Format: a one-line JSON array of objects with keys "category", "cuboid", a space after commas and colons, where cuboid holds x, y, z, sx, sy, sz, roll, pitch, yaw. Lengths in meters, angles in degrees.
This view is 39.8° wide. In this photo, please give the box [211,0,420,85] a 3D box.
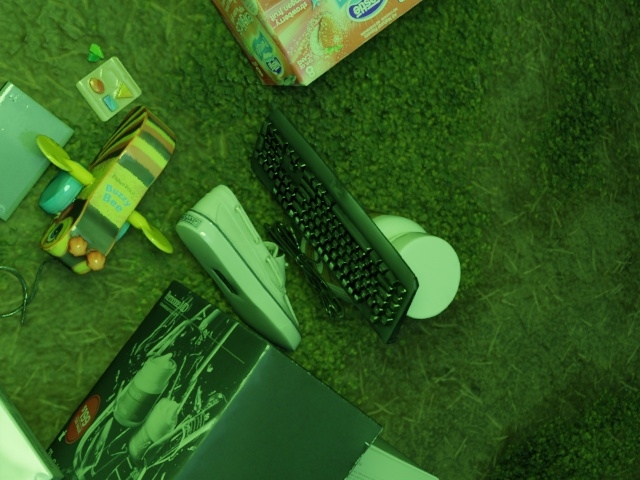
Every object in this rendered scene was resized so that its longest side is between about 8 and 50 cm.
[{"category": "box", "cuboid": [0.028, -0.338, 1.120, 0.300, 0.142, 0.154, -39, 114, -15]}]

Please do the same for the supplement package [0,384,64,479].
[{"category": "supplement package", "cuboid": [-0.434, 0.205, 0.929, 0.204, 0.145, 0.262, -35, 84, -17]}]

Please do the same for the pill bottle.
[{"category": "pill bottle", "cuboid": [0.076, 0.028, 1.159, 0.131, 0.229, 0.131, -5, 101, -26]}]

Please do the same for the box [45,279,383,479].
[{"category": "box", "cuboid": [-0.151, 0.245, 1.022, 0.179, 0.343, 0.312, 41, 80, -26]}]

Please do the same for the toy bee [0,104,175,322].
[{"category": "toy bee", "cuboid": [-0.256, -0.020, 1.025, 0.195, 0.162, 0.298, 18, 91, -31]}]

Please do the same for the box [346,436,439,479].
[{"category": "box", "cuboid": [0.029, 0.314, 1.214, 0.182, 0.181, 0.119, 31, 85, -27]}]

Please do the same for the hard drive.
[{"category": "hard drive", "cuboid": [-0.367, -0.103, 1.032, 0.094, 0.022, 0.135, 39, 81, -27]}]

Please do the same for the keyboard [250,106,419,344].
[{"category": "keyboard", "cuboid": [0.000, 0.000, 1.097, 0.033, 0.317, 0.202, -20, 147, -28]}]

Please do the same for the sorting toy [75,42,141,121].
[{"category": "sorting toy", "cuboid": [-0.264, -0.195, 1.073, 0.062, 0.012, 0.083, -40, 114, -15]}]

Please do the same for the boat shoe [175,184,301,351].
[{"category": "boat shoe", "cuboid": [-0.086, 0.040, 1.147, 0.088, 0.096, 0.267, -51, 127, -22]}]
